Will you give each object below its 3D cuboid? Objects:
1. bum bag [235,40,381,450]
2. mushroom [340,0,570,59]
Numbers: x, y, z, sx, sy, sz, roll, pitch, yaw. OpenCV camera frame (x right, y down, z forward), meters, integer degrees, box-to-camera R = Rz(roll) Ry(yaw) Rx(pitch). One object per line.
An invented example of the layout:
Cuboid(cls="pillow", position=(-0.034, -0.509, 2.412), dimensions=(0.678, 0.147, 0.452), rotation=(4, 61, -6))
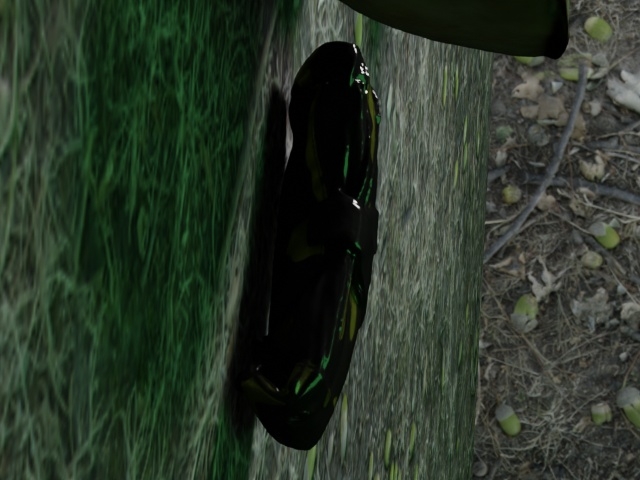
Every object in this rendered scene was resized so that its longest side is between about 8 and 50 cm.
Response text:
Cuboid(cls="bum bag", position=(0.000, 0.000, 0.943), dimensions=(0.106, 0.060, 0.232), rotation=(97, 3, -63))
Cuboid(cls="mushroom", position=(0.044, -0.186, 0.826), dimensions=(0.267, 0.164, 0.189), rotation=(-40, 137, -83))
